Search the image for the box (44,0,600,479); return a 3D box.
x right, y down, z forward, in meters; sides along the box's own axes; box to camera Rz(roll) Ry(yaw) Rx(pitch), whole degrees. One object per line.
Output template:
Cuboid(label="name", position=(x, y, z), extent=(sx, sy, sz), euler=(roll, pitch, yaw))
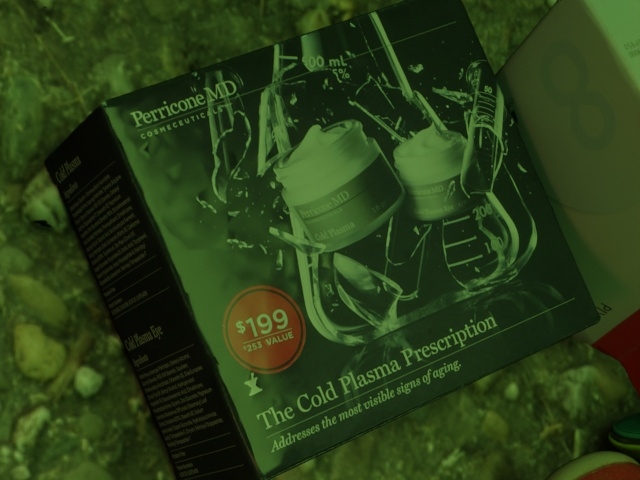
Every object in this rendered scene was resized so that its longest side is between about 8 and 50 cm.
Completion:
Cuboid(label="box", position=(0.000, 0.000, 1.371), extent=(0.343, 0.179, 0.312), euler=(-23, 87, -27))

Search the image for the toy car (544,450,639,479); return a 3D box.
Cuboid(label="toy car", position=(0.264, 0.313, 1.355), extent=(0.219, 0.210, 0.238), euler=(-17, 42, -18))

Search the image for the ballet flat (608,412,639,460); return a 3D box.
Cuboid(label="ballet flat", position=(0.372, 0.189, 1.559), extent=(0.231, 0.077, 0.077), euler=(-12, 107, -28))

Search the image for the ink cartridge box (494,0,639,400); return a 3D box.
Cuboid(label="ink cartridge box", position=(0.262, 0.010, 1.377), extent=(0.091, 0.308, 0.385), euler=(-19, 74, -27))
